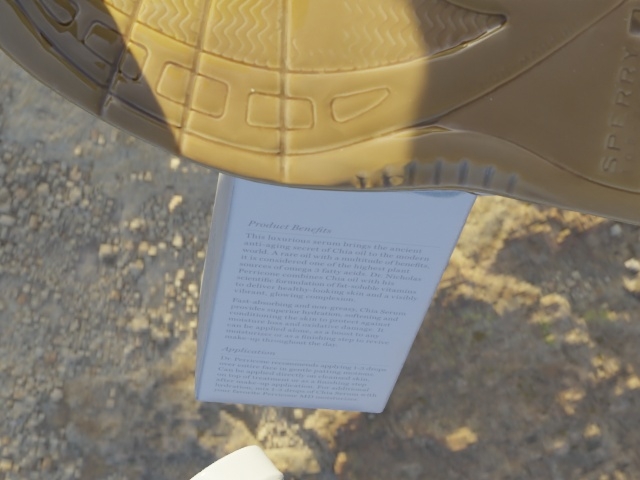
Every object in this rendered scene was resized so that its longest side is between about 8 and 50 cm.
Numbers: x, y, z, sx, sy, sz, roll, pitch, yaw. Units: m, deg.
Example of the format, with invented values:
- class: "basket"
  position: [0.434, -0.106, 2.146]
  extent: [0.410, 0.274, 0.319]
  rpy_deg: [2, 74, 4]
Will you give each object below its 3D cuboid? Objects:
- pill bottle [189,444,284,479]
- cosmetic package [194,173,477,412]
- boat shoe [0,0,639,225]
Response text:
- class: "pill bottle"
  position: [-0.009, 0.239, 0.719]
  extent: [0.124, 0.124, 0.221]
  rpy_deg: [-45, 72, 19]
- class: "cosmetic package"
  position: [0.000, 0.000, 1.254]
  extent: [0.230, 0.161, 0.453]
  rpy_deg: [5, 142, -9]
- class: "boat shoe"
  position: [0.026, -0.058, 0.386]
  extent: [0.277, 0.096, 0.098]
  rpy_deg: [16, 95, 1]
